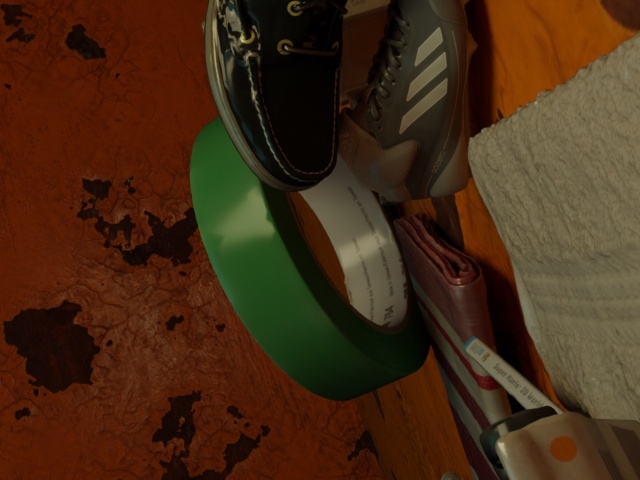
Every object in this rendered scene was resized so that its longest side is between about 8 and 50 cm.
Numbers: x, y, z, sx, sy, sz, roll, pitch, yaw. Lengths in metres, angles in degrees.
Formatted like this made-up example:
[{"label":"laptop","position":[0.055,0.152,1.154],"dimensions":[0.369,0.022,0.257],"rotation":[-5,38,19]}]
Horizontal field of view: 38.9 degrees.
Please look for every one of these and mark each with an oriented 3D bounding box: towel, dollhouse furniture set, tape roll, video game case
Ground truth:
[{"label":"towel","position":[0.144,0.011,0.441],"dimensions":[0.282,0.049,0.187],"rotation":[137,113,-84]},{"label":"dollhouse furniture set","position":[-0.021,-0.167,0.854],"dimensions":[0.182,0.161,0.101],"rotation":[81,168,-58]},{"label":"towel","position":[0.150,0.148,0.841],"dimensions":[0.237,0.037,0.328],"rotation":[-113,4,-74]},{"label":"tape roll","position":[0.000,0.000,0.922],"dimensions":[0.321,0.077,0.321],"rotation":[47,-153,-33]},{"label":"video game case","position":[0.157,0.121,0.566],"dimensions":[0.119,0.015,0.166],"rotation":[41,-179,-11]}]

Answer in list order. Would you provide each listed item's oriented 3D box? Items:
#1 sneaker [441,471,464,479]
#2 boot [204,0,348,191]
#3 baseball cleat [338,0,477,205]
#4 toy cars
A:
[{"label":"sneaker","position":[0.192,0.341,1.190],"dimensions":[0.098,0.038,0.069],"rotation":[57,167,28]},{"label":"boot","position":[0.007,-0.154,0.546],"dimensions":[0.179,0.085,0.236],"rotation":[-7,91,51]},{"label":"baseball cleat","position":[0.053,-0.106,0.611],"dimensions":[0.072,0.110,0.205],"rotation":[-108,4,-55]},{"label":"toy cars","position":[0.174,0.206,0.438],"dimensions":[0.176,0.087,0.393],"rotation":[-105,-11,-65]}]
